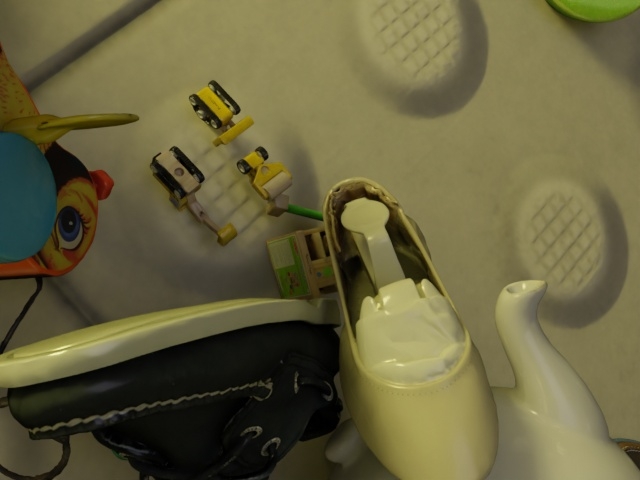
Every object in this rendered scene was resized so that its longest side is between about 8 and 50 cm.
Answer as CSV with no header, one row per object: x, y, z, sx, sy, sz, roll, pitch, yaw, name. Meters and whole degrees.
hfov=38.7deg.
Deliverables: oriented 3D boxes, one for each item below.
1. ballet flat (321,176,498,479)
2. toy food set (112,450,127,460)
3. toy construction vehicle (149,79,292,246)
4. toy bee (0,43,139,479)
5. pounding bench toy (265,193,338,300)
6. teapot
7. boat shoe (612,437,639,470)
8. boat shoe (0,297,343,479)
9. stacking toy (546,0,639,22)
0.044,0.040,0.558,0.086,0.248,0.086,-6,125,-8,ballet flat
-0.121,0.108,0.624,0.083,0.020,0.083,9,78,-27,toy food set
-0.076,-0.055,0.665,0.098,0.035,0.086,45,64,2,toy construction vehicle
-0.200,-0.034,0.542,0.195,0.298,0.162,14,33,10,toy bee
0.000,0.000,0.689,0.065,0.052,0.083,-15,89,-30,pounding bench toy
0.077,0.193,0.610,0.187,0.252,0.256,39,54,-5,teapot
0.330,0.228,0.826,0.183,0.066,0.066,27,70,-23,boat shoe
-0.058,0.095,0.517,0.127,0.340,0.113,-10,85,10,boat shoe
0.265,-0.374,0.896,0.279,0.130,0.309,-45,102,0,stacking toy
